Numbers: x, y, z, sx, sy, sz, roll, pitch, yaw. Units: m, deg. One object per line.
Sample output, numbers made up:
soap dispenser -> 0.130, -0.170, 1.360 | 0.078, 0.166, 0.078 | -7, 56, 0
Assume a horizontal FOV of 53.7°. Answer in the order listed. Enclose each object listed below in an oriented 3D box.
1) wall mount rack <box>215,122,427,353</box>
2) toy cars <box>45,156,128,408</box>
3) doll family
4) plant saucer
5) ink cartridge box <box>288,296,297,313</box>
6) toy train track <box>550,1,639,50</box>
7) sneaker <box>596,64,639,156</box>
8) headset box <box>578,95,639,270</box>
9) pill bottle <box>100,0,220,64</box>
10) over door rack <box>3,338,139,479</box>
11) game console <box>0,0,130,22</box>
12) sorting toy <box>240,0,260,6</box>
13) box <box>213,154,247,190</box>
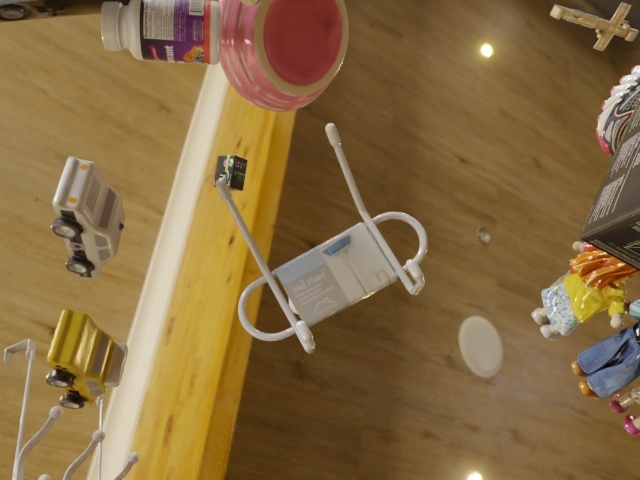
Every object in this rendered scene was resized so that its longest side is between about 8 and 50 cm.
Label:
wall mount rack -> 0.000, 0.000, 1.030 | 0.350, 0.130, 0.304 | -28, -106, -10
toy cars -> -0.312, 0.077, 0.884 | 0.087, 0.176, 0.393 | 7, -75, -6
doll family -> 0.352, 0.098, 0.735 | 0.118, 0.163, 0.262 | 4, -132, -37
plant saucer -> -0.059, -0.433, 1.322 | 0.332, 0.084, 0.332 | -17, -62, -36
ink cartridge box -> -0.003, 0.107, 1.433 | 0.135, 0.056, 0.099 | -6, -83, -31
toy train track -> 0.256, -0.201, 0.589 | 0.083, 0.048, 0.014 | 16, -135, -3
sneaker -> 0.533, -0.213, 0.880 | 0.121, 0.299, 0.112 | 39, -154, -39
headset box -> 0.392, -0.105, 0.556 | 0.131, 0.283, 0.246 | 28, -104, 2
pill bottle -> -0.271, -0.363, 1.090 | 0.194, 0.108, 0.108 | 1, -110, -8
over door rack -> -0.443, 0.339, 1.140 | 0.324, 0.108, 0.239 | 58, 179, 44
game console -> -0.474, -0.449, 1.007 | 0.342, 0.386, 0.060 | -6, -93, -15
sorting toy -> -0.114, -0.436, 0.702 | 0.255, 0.257, 0.089 | 39, -146, -11
box -> -0.228, -0.171, 1.604 | 0.052, 0.062, 0.083 | 14, -99, -54
